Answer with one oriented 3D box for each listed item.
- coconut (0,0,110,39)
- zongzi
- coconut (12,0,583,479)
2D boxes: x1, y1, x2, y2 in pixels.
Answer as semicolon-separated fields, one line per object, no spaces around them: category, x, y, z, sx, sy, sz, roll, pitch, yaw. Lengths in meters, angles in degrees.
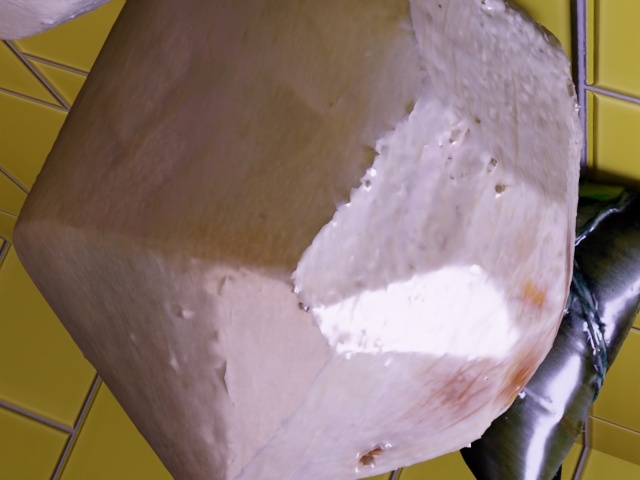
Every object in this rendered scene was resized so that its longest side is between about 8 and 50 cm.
coconut;-0.179;-0.231;0.645;0.245;0.245;0.247;13;173;34
zongzi;0.150;0.038;1.286;0.383;0.319;0.362;36;-177;23
coconut;0.000;0.000;0.897;0.415;0.415;0.344;29;164;-29
